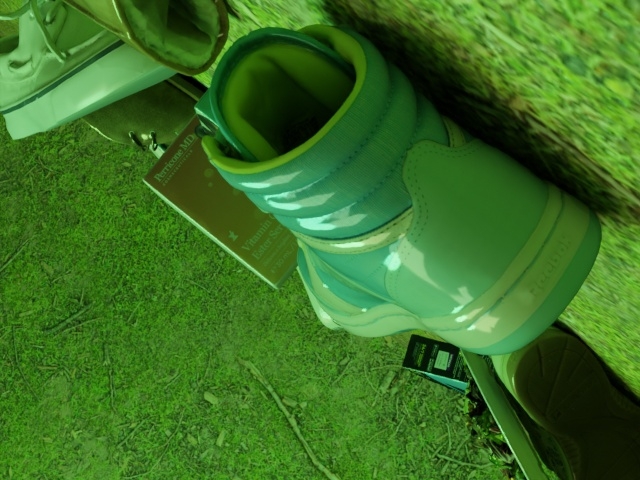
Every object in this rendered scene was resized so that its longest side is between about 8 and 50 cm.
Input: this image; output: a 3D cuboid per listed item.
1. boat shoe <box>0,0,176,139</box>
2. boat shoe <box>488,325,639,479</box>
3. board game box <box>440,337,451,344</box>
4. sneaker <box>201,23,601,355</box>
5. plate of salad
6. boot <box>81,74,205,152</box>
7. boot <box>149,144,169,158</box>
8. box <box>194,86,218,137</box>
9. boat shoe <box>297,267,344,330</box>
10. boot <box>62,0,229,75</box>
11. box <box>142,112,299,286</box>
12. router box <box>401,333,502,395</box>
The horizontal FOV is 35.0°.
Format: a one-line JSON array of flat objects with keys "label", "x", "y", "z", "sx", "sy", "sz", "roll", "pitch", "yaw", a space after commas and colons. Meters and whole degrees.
[{"label": "boat shoe", "x": -0.240, "y": -0.198, "z": 0.954, "sx": 0.367, "sy": 0.136, "sz": 0.156, "roll": 1, "pitch": 118, "yaw": 60}, {"label": "boat shoe", "x": 0.247, "y": 0.167, "z": 0.979, "sx": 0.285, "sy": 0.105, "sz": 0.089, "roll": 55, "pitch": 175, "yaw": -32}, {"label": "board game box", "x": 0.118, "y": 0.060, "z": 1.183, "sx": 0.141, "sy": 0.048, "sz": 0.170, "roll": 40, "pitch": 176, "yaw": 12}, {"label": "sneaker", "x": 0.010, "y": -0.038, "z": 0.623, "sx": 0.208, "sy": 0.127, "sz": 0.319, "roll": 38, "pitch": 166, "yaw": -14}, {"label": "plate of salad", "x": 0.175, "y": 0.190, "z": 1.004, "sx": 0.199, "sy": 0.048, "sz": 0.200, "roll": 61, "pitch": -173, "yaw": -13}, {"label": "boot", "x": -0.177, "y": -0.135, "z": 1.166, "sx": 0.305, "sy": 0.115, "sz": 0.112, "roll": 37, "pitch": 174, "yaw": 0}, {"label": "boot", "x": -0.179, "y": -0.118, "z": 1.414, "sx": 0.258, "sy": 0.095, "sz": 0.123, "roll": 42, "pitch": -179, "yaw": -24}, {"label": "box", "x": 0.009, "y": -0.051, "z": 0.864, "sx": 0.244, "sy": 0.060, "sz": 0.100, "roll": 38, "pitch": 175, "yaw": 3}, {"label": "boat shoe", "x": 0.000, "y": 0.000, "z": 1.225, "sx": 0.070, "sy": 0.078, "sz": 0.219, "roll": -33, "pitch": 86, "yaw": 48}, {"label": "boot", "x": -0.211, "y": -0.233, "z": 0.688, "sx": 0.269, "sy": 0.089, "sz": 0.236, "roll": 37, "pitch": -172, "yaw": 28}, {"label": "box", "x": -0.070, "y": -0.052, "z": 1.030, "sx": 0.170, "sy": 0.130, "sz": 0.091, "roll": 38, "pitch": 176, "yaw": 2}, {"label": "router box", "x": 0.196, "y": 0.163, "z": 1.203, "sx": 0.133, "sy": 0.046, "sz": 0.179, "roll": 10, "pitch": 168, "yaw": 35}]
